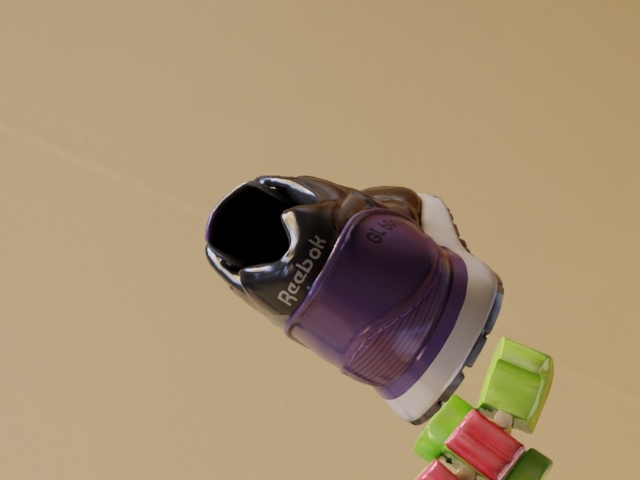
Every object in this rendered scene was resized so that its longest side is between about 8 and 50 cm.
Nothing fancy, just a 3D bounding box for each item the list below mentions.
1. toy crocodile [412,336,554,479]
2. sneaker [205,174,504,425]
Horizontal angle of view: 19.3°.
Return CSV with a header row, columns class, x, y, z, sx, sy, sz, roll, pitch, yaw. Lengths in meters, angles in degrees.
class,x,y,z,sx,sy,sz,roll,pitch,yaw
toy crocodile,0.099,0.238,1.633,0.115,0.105,0.340,35,-101,13
sneaker,0.000,0.000,0.977,0.124,0.107,0.283,31,180,-13
